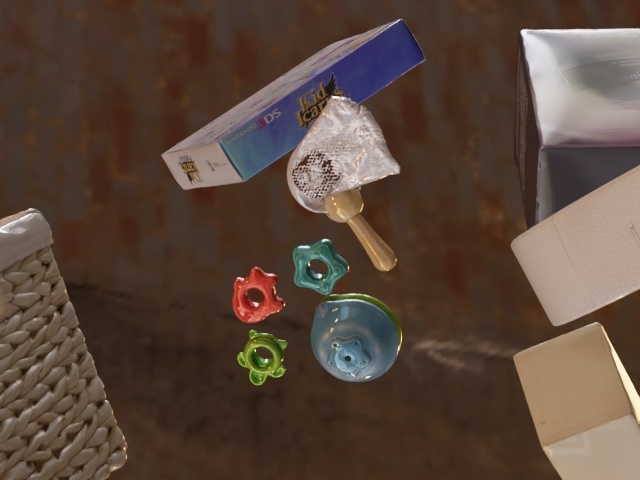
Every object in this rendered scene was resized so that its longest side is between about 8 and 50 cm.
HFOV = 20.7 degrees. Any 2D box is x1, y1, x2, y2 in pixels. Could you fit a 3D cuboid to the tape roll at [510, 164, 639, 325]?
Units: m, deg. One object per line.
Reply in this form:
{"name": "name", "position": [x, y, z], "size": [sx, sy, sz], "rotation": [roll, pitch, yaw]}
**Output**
{"name": "tape roll", "position": [0.312, -0.058, 1.201], "size": [0.392, 0.392, 0.072], "rotation": [-20, -98, -56]}

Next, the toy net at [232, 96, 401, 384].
{"name": "toy net", "position": [0.000, 0.000, 1.279], "size": [0.045, 0.122, 0.232], "rotation": [-62, -24, -65]}

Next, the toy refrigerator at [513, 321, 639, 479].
{"name": "toy refrigerator", "position": [0.263, 0.194, 1.631], "size": [0.269, 0.094, 0.102], "rotation": [53, -162, -51]}

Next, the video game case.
{"name": "video game case", "position": [-0.036, -0.156, 2.085], "size": [0.269, 0.244, 0.061], "rotation": [-35, -81, -17]}

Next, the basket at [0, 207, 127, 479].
{"name": "basket", "position": [-0.411, 0.170, 1.602], "size": [0.328, 0.331, 0.266], "rotation": [-39, -70, -62]}

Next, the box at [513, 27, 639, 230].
{"name": "box", "position": [0.366, -0.095, 1.876], "size": [0.294, 0.296, 0.183], "rotation": [-88, -4, -59]}
